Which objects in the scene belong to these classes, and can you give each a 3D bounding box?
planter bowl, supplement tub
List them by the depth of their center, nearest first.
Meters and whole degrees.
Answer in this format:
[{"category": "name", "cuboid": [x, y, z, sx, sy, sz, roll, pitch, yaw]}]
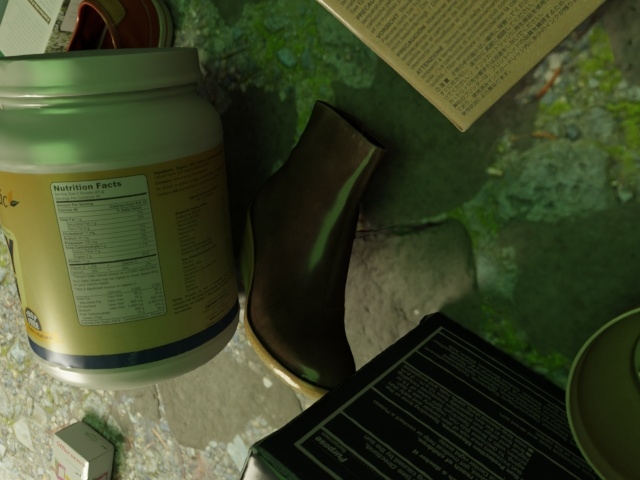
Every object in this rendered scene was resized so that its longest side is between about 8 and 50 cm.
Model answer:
[{"category": "planter bowl", "cuboid": [0.275, 0.109, 0.435, 0.162, 0.109, 0.162, 7, 103, 31]}, {"category": "supplement tub", "cuboid": [-0.208, -0.034, 0.624, 0.228, 0.228, 0.316, 10, 113, 31]}]

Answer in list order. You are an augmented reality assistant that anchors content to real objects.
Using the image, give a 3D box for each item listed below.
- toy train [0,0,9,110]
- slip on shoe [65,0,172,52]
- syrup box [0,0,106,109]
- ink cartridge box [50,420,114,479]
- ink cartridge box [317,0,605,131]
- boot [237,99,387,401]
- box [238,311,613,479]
[{"category": "toy train", "cuboid": [-0.458, -0.335, 0.806, 0.190, 0.142, 0.334, 41, 119, 9]}, {"category": "slip on shoe", "cuboid": [-0.291, -0.158, 0.750, 0.123, 0.101, 0.331, 41, 120, 17]}, {"category": "syrup box", "cuboid": [-0.335, -0.265, 0.760, 0.096, 0.093, 0.237, 48, 121, 15]}, {"category": "ink cartridge box", "cuboid": [-0.378, 0.363, 0.943, 0.089, 0.052, 0.122, 23, 110, 27]}, {"category": "ink cartridge box", "cuboid": [0.121, -0.231, 0.432, 0.193, 0.088, 0.235, 40, 122, -12]}, {"category": "boot", "cuboid": [0.000, 0.000, 0.559, 0.206, 0.090, 0.248, -60, 39, 23]}, {"category": "box", "cuboid": [0.118, 0.238, 0.453, 0.296, 0.294, 0.182, 32, 115, 24]}]
